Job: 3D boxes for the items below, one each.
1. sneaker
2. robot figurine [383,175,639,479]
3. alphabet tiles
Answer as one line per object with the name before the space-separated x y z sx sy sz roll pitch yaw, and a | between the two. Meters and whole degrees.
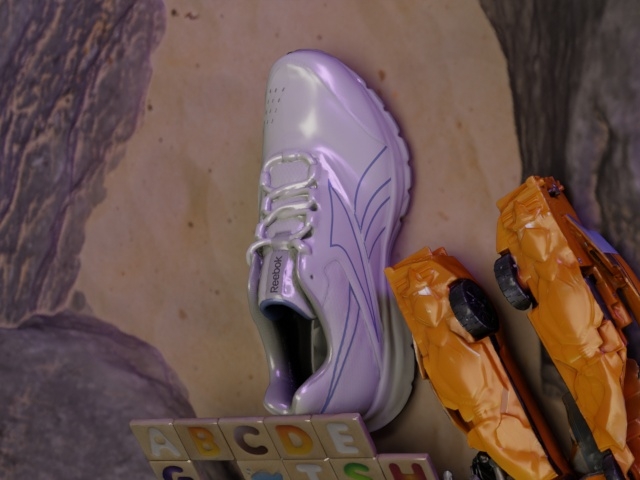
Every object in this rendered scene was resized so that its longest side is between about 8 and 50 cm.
sneaker | 0.000 0.000 1.351 0.111 0.129 0.297 -11 84 32
robot figurine | 0.174 0.112 1.283 0.211 0.085 0.291 -33 75 25
alphabet tiles | -0.008 0.206 1.361 0.237 0.009 0.198 -4 126 29
